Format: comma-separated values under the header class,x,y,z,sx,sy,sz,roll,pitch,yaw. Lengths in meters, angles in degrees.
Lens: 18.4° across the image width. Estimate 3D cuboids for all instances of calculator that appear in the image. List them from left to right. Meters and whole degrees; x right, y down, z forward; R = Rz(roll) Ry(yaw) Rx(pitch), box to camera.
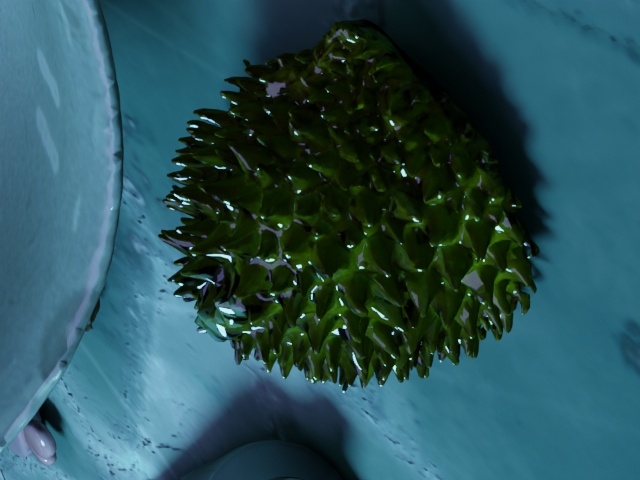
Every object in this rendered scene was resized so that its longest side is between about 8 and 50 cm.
class,x,y,z,sx,sy,sz,roll,pitch,yaw
calculator,-0.226,0.092,1.313,0.166,0.024,0.103,39,153,28

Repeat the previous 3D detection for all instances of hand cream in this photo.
class,x,y,z,sx,sy,sz,roll,pitch,yaw
hand cream,-0.041,0.165,1.073,0.124,0.078,0.341,47,164,3

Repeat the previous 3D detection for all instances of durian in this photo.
class,x,y,z,sx,sy,sz,roll,pitch,yaw
durian,-0.004,0.009,0.730,0.137,0.095,0.220,50,162,0

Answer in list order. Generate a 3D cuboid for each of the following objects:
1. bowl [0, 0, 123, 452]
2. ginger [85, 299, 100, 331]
class,x,y,z,sx,sy,sz,roll,pitch,yaw
bowl,-0.278,-0.094,0.841,0.435,0.434,0.196,59,-162,-20
ginger,-0.166,0.012,0.995,0.073,0.103,0.162,40,158,43
